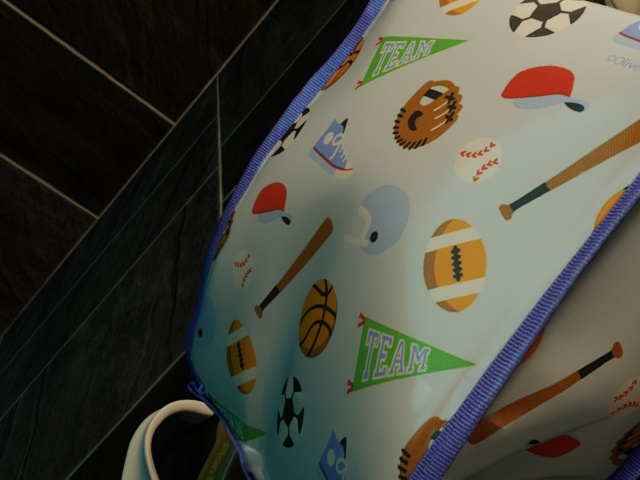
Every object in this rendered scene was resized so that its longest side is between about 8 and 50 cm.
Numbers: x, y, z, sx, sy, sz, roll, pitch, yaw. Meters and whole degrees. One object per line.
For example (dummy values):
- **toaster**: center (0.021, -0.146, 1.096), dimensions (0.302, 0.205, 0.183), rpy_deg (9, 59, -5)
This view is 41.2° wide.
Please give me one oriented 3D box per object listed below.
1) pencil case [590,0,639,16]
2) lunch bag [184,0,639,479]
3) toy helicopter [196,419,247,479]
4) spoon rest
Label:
- **pencil case**: center (0.390, -0.356, 0.719), dimensions (0.410, 0.159, 0.184), rpy_deg (-40, 42, 31)
- **lunch bag**: center (0.088, 0.035, 0.603), dimensions (0.385, 0.239, 0.328), rpy_deg (-51, 38, 0)
- **toy helicopter**: center (-0.117, 0.295, 0.830), dimensions (0.235, 0.140, 0.355), rpy_deg (-17, 40, 52)
- **spoon rest**: center (-0.209, 0.312, 1.040), dimensions (0.137, 0.084, 0.276), rpy_deg (-34, 29, 39)
